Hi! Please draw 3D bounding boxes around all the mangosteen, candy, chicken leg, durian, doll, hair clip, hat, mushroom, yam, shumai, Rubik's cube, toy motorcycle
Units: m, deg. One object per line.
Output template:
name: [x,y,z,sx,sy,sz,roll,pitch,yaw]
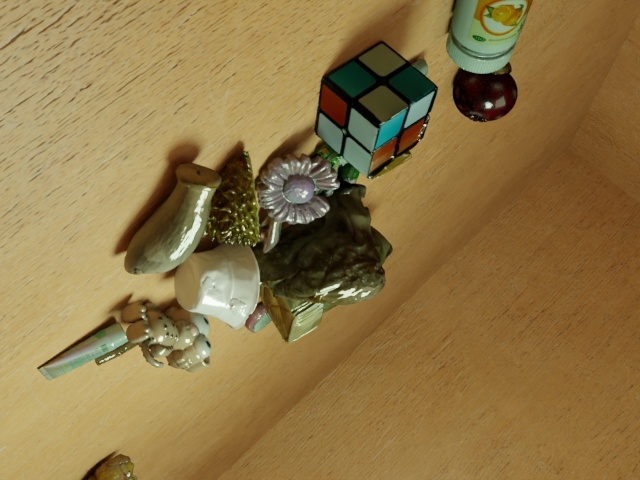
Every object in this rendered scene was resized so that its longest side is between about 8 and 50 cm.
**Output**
mangosteen: [0.442,-0.415,1.897,0.200,0.200,0.200,-40,161,-17]
candy: [-0.175,0.221,2.062,0.103,0.043,0.103,-37,159,-17]
chicken leg: [-0.648,0.722,1.973,0.295,0.182,0.409,-56,145,1]
durian: [-0.165,-0.063,1.413,0.252,0.145,0.139,87,28,-59]
doll: [-0.328,0.208,1.544,0.119,0.154,0.278,-25,163,12]
hair clip: [-0.079,-0.068,1.558,0.173,0.069,0.300,10,139,-23]
hat: [-0.231,0.088,1.508,0.126,0.203,0.203,4,132,-38]
mushroom: [-0.259,-0.031,1.282,0.247,0.108,0.096,-52,-159,24]
yam: [-0.430,0.230,1.553,0.145,0.032,0.032,-29,155,-43]
shumai: [0.000,-0.003,1.672,0.217,0.346,0.283,-5,107,-63]
Rubik's cube: [0.113,-0.268,1.468,0.183,0.167,0.180,-39,159,-23]
toy motorcycle: [-0.003,-0.152,1.620,0.190,0.074,0.106,-46,152,2]

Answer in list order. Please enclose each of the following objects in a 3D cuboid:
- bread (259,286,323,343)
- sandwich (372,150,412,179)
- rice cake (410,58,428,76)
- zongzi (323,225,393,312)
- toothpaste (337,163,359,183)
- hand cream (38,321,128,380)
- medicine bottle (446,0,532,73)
bread: [-0.075,0.152,1.894,0.110,0.192,0.209,-24,152,-23]
sandwich: [0.126,-0.229,1.616,0.114,0.079,0.163,-29,144,6]
rice cake: [0.199,-0.335,1.711,0.085,0.040,0.226,-36,159,-28]
zongzi: [-0.009,0.102,1.994,0.393,0.174,0.356,-44,158,12]
toothpaste: [0.078,-0.200,1.729,0.078,0.046,0.248,-20,150,-25]
hand cream: [-0.477,0.227,1.439,0.174,0.047,0.076,-30,158,-18]
medicine bottle: [0.372,-0.519,1.519,0.158,0.158,0.318,-40,160,-18]
